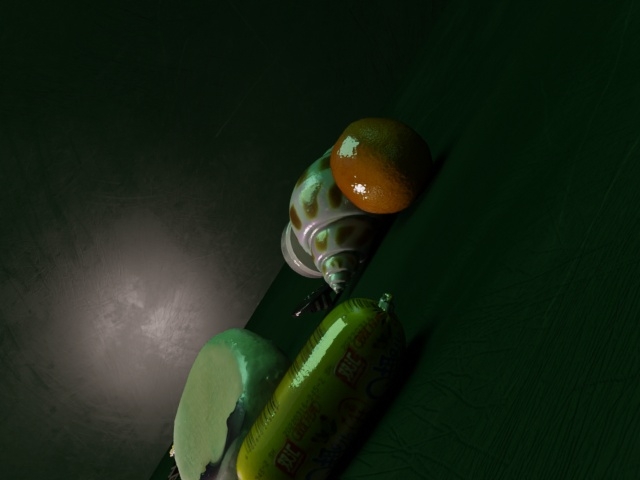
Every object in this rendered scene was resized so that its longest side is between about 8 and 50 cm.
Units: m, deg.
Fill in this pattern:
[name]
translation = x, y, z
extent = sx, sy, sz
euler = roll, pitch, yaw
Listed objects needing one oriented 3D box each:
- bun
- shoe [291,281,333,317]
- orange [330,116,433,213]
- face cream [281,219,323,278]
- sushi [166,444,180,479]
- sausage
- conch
[bun]
translation = -0.108, 0.292, 1.393
extent = 0.293, 0.187, 0.293
euler = -34, 47, 46
[shoe]
translation = 0.016, 0.127, 1.935
extent = 0.179, 0.049, 0.071
euler = -40, 9, -8
[orange]
translation = 0.120, -0.153, 1.725
extent = 0.206, 0.206, 0.206
euler = -57, 5, 9
[face cream]
translation = 0.000, 0.000, 2.060
extent = 0.177, 0.177, 0.153
euler = -59, 4, -11
[sushi]
translation = -0.337, 0.519, 2.288
extent = 0.192, 0.043, 0.279
euler = -27, -32, -51
[sausage]
translation = 0.002, 0.214, 1.123
extent = 0.347, 0.123, 0.123
euler = -57, 5, 11
[conch]
translation = 0.055, -0.064, 1.898
extent = 0.197, 0.249, 0.367
euler = 6, 79, 53
